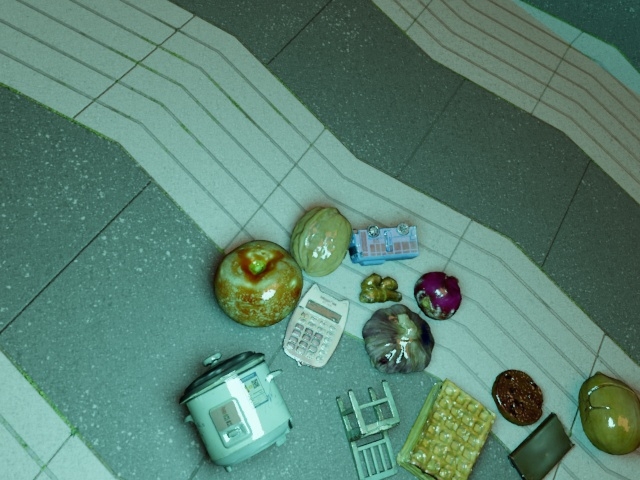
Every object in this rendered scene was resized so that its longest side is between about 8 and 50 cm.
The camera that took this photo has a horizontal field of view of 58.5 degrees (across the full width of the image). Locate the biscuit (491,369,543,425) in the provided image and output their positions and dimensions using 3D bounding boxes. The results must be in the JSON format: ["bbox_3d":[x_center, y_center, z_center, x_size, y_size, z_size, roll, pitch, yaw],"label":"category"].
[{"bbox_3d":[0.672,0.536,1.951,0.192,0.049,0.192,6,60,-11],"label":"biscuit"}]

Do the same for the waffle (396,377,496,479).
[{"bbox_3d":[0.396,0.621,1.799,0.213,0.091,0.308,36,60,0],"label":"waffle"}]

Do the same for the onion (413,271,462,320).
[{"bbox_3d":[0.429,0.170,1.979,0.198,0.135,0.173,-39,87,-30],"label":"onion"}]

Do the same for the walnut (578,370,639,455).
[{"bbox_3d":[0.982,0.580,1.954,0.203,0.203,0.298,12,48,-13],"label":"walnut"}]

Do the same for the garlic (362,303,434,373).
[{"bbox_3d":[0.260,0.319,1.844,0.244,0.160,0.245,7,66,-16],"label":"garlic"}]

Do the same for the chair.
[{"bbox_3d":[0.159,0.573,1.710,0.136,0.147,0.270,-8,69,-22],"label":"chair"}]

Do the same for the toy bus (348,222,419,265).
[{"bbox_3d":[0.210,0.015,1.964,0.234,0.116,0.134,-4,83,-14],"label":"toy bus"}]

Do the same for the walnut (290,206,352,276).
[{"bbox_3d":[0.000,0.000,1.879,0.198,0.198,0.245,27,80,-6],"label":"walnut"}]

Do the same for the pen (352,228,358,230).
[{"bbox_3d":[0.204,0.010,2.037,0.204,0.025,0.025,26,62,-5],"label":"pen"}]

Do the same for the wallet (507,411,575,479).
[{"bbox_3d":[0.736,0.700,1.906,0.243,0.039,0.133,-31,86,-27],"label":"wallet"}]

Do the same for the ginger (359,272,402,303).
[{"bbox_3d":[0.201,0.163,1.945,0.162,0.073,0.103,3,80,-24],"label":"ginger"}]

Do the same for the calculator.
[{"bbox_3d":[-0.015,0.282,1.838,0.177,0.040,0.268,28,62,-4],"label":"calculator"}]

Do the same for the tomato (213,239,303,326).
[{"bbox_3d":[-0.187,0.141,1.742,0.270,0.223,0.270,2,45,-2],"label":"tomato"}]

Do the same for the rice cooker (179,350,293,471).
[{"bbox_3d":[-0.232,0.447,1.569,0.316,0.264,0.317,-1,86,9],"label":"rice cooker"}]
